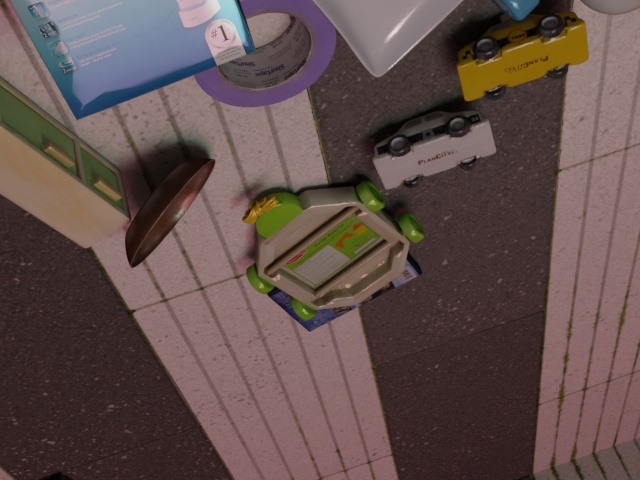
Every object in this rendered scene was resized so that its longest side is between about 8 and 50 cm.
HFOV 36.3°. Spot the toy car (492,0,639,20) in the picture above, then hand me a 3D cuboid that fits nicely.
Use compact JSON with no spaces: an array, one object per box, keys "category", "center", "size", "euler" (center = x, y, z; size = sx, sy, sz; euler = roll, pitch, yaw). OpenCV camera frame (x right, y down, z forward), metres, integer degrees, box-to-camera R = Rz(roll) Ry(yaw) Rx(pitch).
[{"category":"toy car","center":[0.321,-0.350,1.146],"size":[0.219,0.238,0.210],"euler":[-44,141,6]}]

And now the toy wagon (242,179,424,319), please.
[{"category":"toy wagon","center":[0.000,0.000,1.635],"size":[0.267,0.068,0.344],"euler":[-37,135,20]}]

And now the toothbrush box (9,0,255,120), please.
[{"category":"toothbrush box","center":[-0.222,-0.307,1.017],"size":[0.216,0.126,0.296],"euler":[-22,129,2]}]

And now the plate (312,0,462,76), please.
[{"category":"plate","center":[0.100,-0.370,1.179],"size":[0.278,0.045,0.277],"euler":[-43,141,7]}]

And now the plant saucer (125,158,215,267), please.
[{"category":"plant saucer","center":[-0.226,-0.048,1.419],"size":[0.036,0.198,0.198],"euler":[38,127,-1]}]

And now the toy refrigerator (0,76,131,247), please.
[{"category":"toy refrigerator","center":[-0.370,-0.103,1.302],"size":[0.094,0.102,0.269],"euler":[-29,143,13]}]

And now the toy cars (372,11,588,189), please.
[{"category":"toy cars","center":[0.225,-0.217,1.459],"size":[0.176,0.087,0.394],"euler":[14,137,-31]}]

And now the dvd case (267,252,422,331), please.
[{"category":"dvd case","center":[0.046,0.074,1.811],"size":[0.253,0.022,0.180],"euler":[-28,143,12]}]

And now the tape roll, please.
[{"category":"tape roll","center":[-0.080,-0.265,1.245],"size":[0.189,0.080,0.189],"euler":[-13,144,-10]}]

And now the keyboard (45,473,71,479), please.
[{"category":"keyboard","center":[-0.635,0.551,2.123],"size":[0.180,0.023,0.108],"euler":[-24,151,5]}]
